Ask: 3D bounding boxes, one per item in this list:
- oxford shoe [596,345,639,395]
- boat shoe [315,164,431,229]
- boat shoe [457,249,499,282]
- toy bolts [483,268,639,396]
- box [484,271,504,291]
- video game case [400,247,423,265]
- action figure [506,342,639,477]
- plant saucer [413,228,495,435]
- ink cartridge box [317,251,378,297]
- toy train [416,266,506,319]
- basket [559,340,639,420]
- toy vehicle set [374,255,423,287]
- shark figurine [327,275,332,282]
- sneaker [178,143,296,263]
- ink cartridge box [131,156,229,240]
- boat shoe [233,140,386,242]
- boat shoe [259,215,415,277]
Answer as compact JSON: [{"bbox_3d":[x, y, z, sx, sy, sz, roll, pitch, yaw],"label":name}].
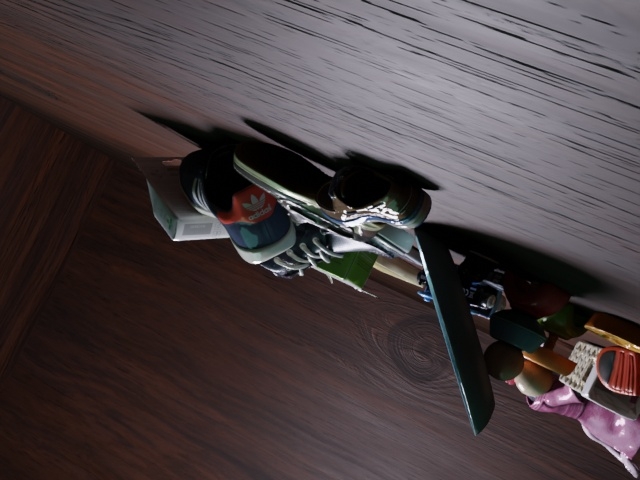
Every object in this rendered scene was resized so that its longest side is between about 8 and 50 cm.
[{"bbox_3d":[0.550,0.206,1.183,0.098,0.097,0.271,-2,-170,-28],"label":"oxford shoe"},{"bbox_3d":[0.047,-0.058,0.920,0.066,0.066,0.183,34,163,-34],"label":"boat shoe"},{"bbox_3d":[0.234,0.041,1.178,0.049,0.042,0.133,27,175,6],"label":"boat shoe"},{"bbox_3d":[0.353,0.166,1.190,0.228,0.158,0.218,28,176,-36],"label":"toy bolts"},{"bbox_3d":[0.304,0.072,1.302,0.067,0.018,0.083,28,176,-35],"label":"box"},{"bbox_3d":[0.084,-0.018,1.515,0.183,0.023,0.201,23,174,42],"label":"video game case"},{"bbox_3d":[0.638,0.404,2.000,0.370,0.275,0.248,12,-177,-2],"label":"action figure"},{"bbox_3d":[0.203,0.129,1.178,0.044,0.317,0.317,-17,170,6],"label":"plant saucer"},{"bbox_3d":[0.020,0.019,1.542,0.189,0.097,0.255,24,177,21],"label":"ink cartridge box"},{"bbox_3d":[0.265,0.094,1.478,0.105,0.080,0.184,17,-179,-42],"label":"toy train"},{"bbox_3d":[0.613,0.296,1.691,0.167,0.113,0.103,27,180,-27],"label":"basket"},{"bbox_3d":[0.117,0.032,1.899,0.267,0.035,0.166,28,176,-36],"label":"toy vehicle set"},{"bbox_3d":[0.000,0.016,2.059,0.166,0.116,0.278,60,161,-9],"label":"shark figurine"},{"bbox_3d":[-0.153,-0.106,1.287,0.350,0.131,0.148,40,156,49],"label":"sneaker"},{"bbox_3d":[-0.233,-0.082,1.466,0.181,0.056,0.225,-4,-146,-36],"label":"ink cartridge box"},{"bbox_3d":[-0.019,-0.057,1.048,0.224,0.073,0.080,23,-139,-7],"label":"boat shoe"},{"bbox_3d":[-0.003,0.006,1.313,0.340,0.158,0.127,23,173,47],"label":"boat shoe"}]
